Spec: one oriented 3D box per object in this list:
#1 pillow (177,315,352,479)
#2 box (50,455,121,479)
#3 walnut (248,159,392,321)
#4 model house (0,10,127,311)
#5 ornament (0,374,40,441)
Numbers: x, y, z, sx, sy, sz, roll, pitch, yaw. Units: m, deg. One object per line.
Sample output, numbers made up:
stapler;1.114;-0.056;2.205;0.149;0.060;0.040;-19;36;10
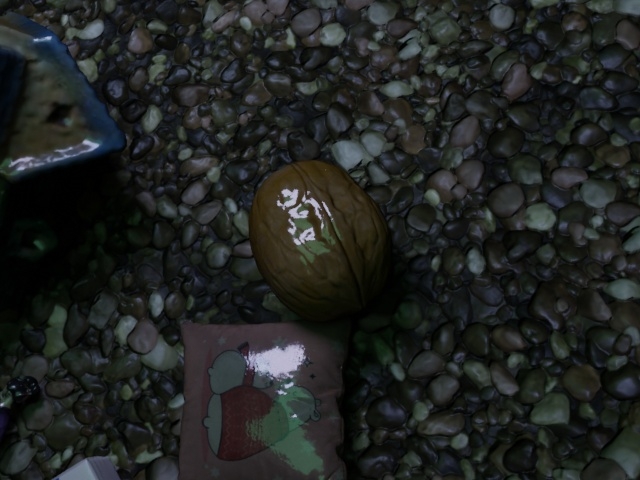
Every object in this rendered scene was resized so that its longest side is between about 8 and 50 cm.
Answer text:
pillow;-0.073;0.202;1.006;0.223;0.084;0.236;-2;67;13
box;-0.262;0.450;0.960;0.200;0.065;0.343;-32;75;1
walnut;0.000;0.000;1.015;0.167;0.167;0.207;-31;66;3
model house;-0.445;-0.104;1.063;0.334;0.343;0.382;34;105;55
ornament;-0.461;0.248;1.103;0.203;0.088;0.081;-43;43;-16
